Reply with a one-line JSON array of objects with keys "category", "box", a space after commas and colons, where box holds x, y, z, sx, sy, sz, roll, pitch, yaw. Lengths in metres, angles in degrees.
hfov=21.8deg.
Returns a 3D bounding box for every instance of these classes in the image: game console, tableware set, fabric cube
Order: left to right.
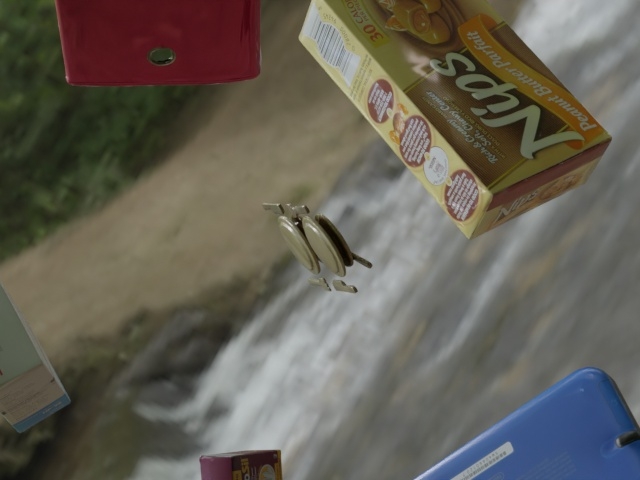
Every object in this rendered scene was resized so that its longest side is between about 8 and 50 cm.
[{"category": "fabric cube", "box": [-0.201, -0.370, 2.054, 0.258, 0.254, 0.259, 95, 171, -60]}, {"category": "tableware set", "box": [0.000, 0.000, 2.039, 0.039, 0.128, 0.194, -34, 11, -14]}, {"category": "game console", "box": [0.224, 0.308, 1.544, 0.293, 0.173, 0.250, -36, 51, 16]}]

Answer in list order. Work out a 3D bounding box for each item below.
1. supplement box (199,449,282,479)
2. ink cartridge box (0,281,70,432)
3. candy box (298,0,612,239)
[{"category": "supplement box", "box": [-0.077, 0.236, 1.636, 0.043, 0.083, 0.055, -6, 86, 35]}, {"category": "ink cartridge box", "box": [-0.288, 0.098, 1.499, 0.060, 0.104, 0.180, -29, -18, -8]}, {"category": "candy box", "box": [0.144, -0.167, 1.812, 0.183, 0.316, 0.087, -25, -24, -31]}]
